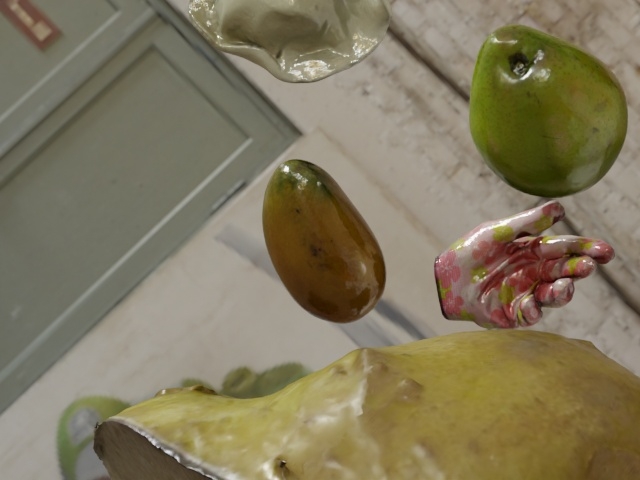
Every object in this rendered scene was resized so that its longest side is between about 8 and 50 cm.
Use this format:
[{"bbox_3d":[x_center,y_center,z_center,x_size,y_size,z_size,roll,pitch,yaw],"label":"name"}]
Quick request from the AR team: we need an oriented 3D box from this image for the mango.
[{"bbox_3d":[-0.002,0.003,1.428,0.151,0.120,0.221,-29,-87,53],"label":"mango"}]

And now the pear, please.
[{"bbox_3d":[0.259,-0.153,1.297,0.187,0.187,0.219,37,-19,46],"label":"pear"}]

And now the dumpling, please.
[{"bbox_3d":[-0.036,-0.356,1.768,0.187,0.318,0.242,13,59,-74],"label":"dumpling"}]

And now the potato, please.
[{"bbox_3d":[0.067,0.184,0.829,0.397,0.296,0.289,11,-49,54],"label":"potato"}]

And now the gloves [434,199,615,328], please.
[{"bbox_3d":[0.271,0.040,1.466,0.241,0.145,0.126,-9,-25,25],"label":"gloves"}]
